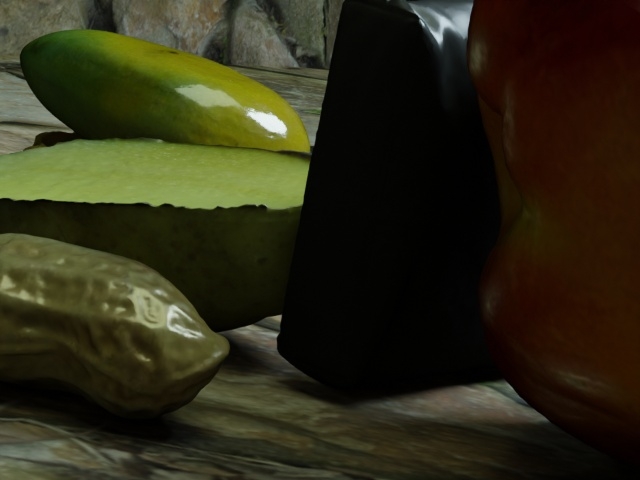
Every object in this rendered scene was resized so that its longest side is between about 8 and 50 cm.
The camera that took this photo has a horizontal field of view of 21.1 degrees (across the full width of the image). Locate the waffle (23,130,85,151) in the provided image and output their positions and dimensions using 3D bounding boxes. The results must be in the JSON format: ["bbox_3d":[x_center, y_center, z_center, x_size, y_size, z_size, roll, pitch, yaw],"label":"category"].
[{"bbox_3d":[-0.120,-0.024,1.279,0.219,0.057,0.229,9,21,-20],"label":"waffle"}]

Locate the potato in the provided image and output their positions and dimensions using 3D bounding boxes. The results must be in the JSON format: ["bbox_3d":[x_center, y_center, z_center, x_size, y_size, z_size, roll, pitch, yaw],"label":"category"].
[{"bbox_3d":[-0.100,0.004,1.108,0.272,0.111,0.160,2,15,12],"label":"potato"}]

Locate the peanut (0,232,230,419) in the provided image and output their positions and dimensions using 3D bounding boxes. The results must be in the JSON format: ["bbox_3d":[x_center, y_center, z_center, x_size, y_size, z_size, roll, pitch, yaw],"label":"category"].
[{"bbox_3d":[-0.136,0.044,0.932,0.194,0.083,0.093,13,-2,37],"label":"peanut"}]

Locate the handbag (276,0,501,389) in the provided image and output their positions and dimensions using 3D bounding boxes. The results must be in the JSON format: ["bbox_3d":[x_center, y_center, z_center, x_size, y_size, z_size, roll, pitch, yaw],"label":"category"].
[{"bbox_3d":[0.092,-0.027,1.041,0.223,0.246,0.080,-2,20,-41],"label":"handbag"}]

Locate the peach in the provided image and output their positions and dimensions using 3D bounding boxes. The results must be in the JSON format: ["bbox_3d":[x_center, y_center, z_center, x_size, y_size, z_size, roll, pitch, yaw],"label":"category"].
[{"bbox_3d":[0.245,-0.025,0.891,0.406,0.310,0.335,11,45,-19],"label":"peach"}]

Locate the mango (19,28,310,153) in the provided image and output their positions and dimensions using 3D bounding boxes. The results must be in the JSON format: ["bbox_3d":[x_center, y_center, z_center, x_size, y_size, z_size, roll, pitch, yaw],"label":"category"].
[{"bbox_3d":[-0.111,-0.097,1.264,0.237,0.091,0.137,32,20,35],"label":"mango"}]
